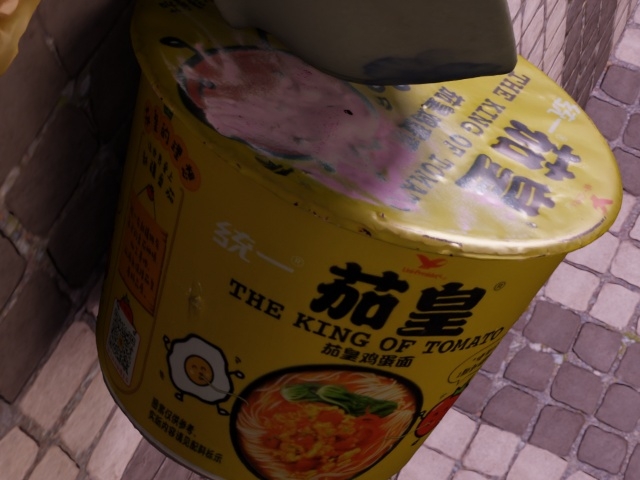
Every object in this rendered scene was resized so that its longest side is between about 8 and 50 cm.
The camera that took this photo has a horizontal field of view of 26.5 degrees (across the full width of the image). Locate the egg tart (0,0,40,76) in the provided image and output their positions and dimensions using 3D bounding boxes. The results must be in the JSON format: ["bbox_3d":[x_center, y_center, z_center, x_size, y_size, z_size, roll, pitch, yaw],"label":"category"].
[{"bbox_3d":[-0.200,-0.130,0.390,0.341,0.132,0.341,-54,158,-34],"label":"egg tart"}]

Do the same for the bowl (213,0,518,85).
[{"bbox_3d":[-0.006,-0.203,0.770,0.146,0.289,0.289,-22,161,5],"label":"bowl"}]

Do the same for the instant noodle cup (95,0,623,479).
[{"bbox_3d":[0.000,0.000,0.909,0.325,0.326,0.254,-41,159,-54],"label":"instant noodle cup"}]
